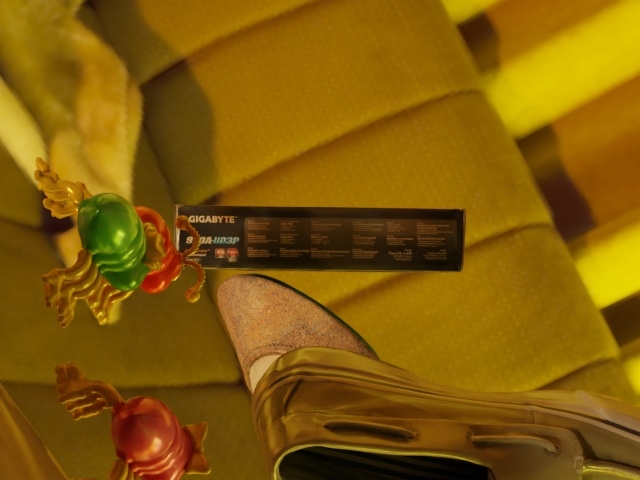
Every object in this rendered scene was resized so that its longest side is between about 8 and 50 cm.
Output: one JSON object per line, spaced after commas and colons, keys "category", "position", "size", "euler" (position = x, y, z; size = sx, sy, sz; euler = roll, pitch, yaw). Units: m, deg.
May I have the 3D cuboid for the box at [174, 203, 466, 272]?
{"category": "box", "position": [0.000, 0.000, 1.031], "size": [0.175, 0.220, 0.051], "euler": [39, 52, -89]}

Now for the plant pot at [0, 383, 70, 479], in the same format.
{"category": "plant pot", "position": [-0.224, 0.131, 0.566], "size": [0.274, 0.256, 0.256], "euler": [65, 16, 10]}

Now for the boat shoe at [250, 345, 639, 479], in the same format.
{"category": "boat shoe", "position": [0.102, 0.148, 0.779], "size": [0.302, 0.109, 0.094], "euler": [12, 31, -7]}

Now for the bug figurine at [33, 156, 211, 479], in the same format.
{"category": "bug figurine", "position": [-0.104, 0.076, 0.760], "size": [0.216, 0.072, 0.279], "euler": [77, 2, -70]}

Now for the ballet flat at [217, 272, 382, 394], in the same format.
{"category": "ballet flat", "position": [0.027, 0.154, 1.044], "size": [0.316, 0.107, 0.106], "euler": [39, 46, -3]}
